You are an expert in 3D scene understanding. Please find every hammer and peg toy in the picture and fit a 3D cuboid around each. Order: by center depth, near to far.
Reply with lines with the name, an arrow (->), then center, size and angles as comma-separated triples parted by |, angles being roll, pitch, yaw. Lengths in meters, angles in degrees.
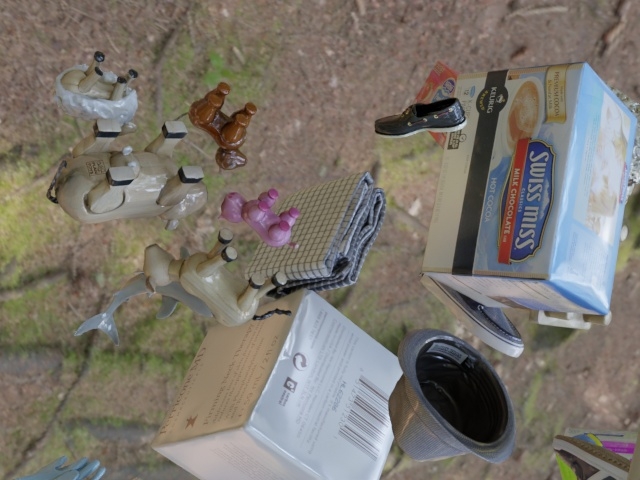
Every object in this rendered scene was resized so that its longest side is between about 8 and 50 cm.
hammer and peg toy -> 0.533, 0.002, 1.826 | 0.266, 0.127, 0.362 | 12, 89, -49

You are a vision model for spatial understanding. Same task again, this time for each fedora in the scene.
fedora -> 0.191, 0.268, 1.417 | 0.124, 0.243, 0.275 | -48, -178, 28

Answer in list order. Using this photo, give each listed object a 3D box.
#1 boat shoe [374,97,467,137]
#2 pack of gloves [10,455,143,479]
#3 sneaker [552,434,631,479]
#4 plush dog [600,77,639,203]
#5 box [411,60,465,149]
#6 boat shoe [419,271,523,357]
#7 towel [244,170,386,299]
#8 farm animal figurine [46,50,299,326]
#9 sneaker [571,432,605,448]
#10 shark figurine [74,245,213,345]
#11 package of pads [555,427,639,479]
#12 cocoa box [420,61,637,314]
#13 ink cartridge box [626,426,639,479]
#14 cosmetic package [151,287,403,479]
boat shoe -> 0.132, -0.168, 1.206 | 0.049, 0.133, 0.042 | -59, 135, -45
pack of gloves -> -0.334, 0.360, 1.152 | 0.232, 0.195, 0.046 | -14, 116, -58
sneaker -> 0.458, 0.420, 1.380 | 0.099, 0.282, 0.153 | 18, 94, -39
plush dog -> 0.550, -0.143, 1.654 | 0.262, 0.211, 0.225 | 21, 113, -33
box -> 0.286, -0.246, 1.743 | 0.128, 0.257, 0.123 | 23, 110, -19
boat shoe -> 0.394, 0.124, 2.164 | 0.127, 0.340, 0.158 | 10, 117, -50
towel -> 0.000, 0.000, 1.885 | 0.121, 0.235, 0.284 | 51, 44, -31
farm animal figurine -> -0.203, -0.051, 1.165 | 0.326, 0.330, 0.172 | 14, 143, -32
sneaker -> 0.509, 0.429, 1.612 | 0.082, 0.209, 0.069 | -11, 114, -15
shark figurine -> -0.348, 0.094, 1.719 | 0.278, 0.166, 0.116 | -16, 159, 18
package of pads -> 0.651, 0.553, 1.934 | 0.101, 0.229, 0.297 | -43, 120, -48
cocoa box -> 0.342, -0.076, 1.422 | 0.231, 0.227, 0.347 | 25, 73, -47
ink cartridge box -> 0.390, 0.279, 0.926 | 0.232, 0.066, 0.189 | 21, 82, -38
cosmetic package -> -0.079, 0.358, 1.868 | 0.327, 0.393, 0.329 | 39, 54, -21
